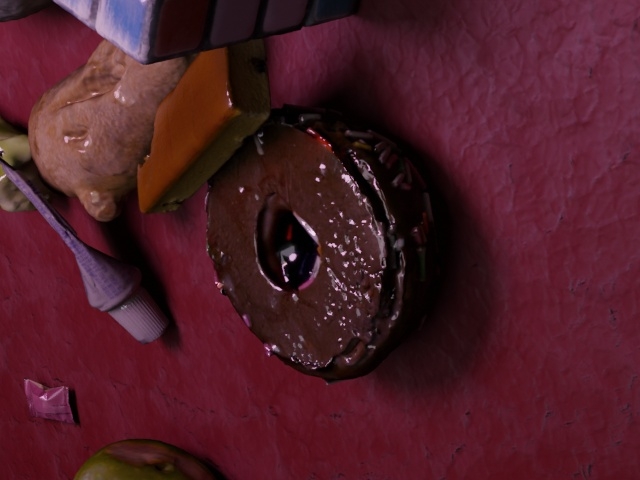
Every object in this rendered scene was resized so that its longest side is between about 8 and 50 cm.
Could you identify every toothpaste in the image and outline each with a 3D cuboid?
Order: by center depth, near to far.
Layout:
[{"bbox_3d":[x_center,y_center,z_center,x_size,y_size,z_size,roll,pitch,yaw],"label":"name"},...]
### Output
[{"bbox_3d":[-0.274,0.004,1.484,0.282,0.068,0.099,48,142,-13],"label":"toothpaste"}]

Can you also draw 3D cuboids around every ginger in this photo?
[{"bbox_3d":[-0.204,-0.139,1.374,0.354,0.126,0.190,-41,49,47],"label":"ginger"}]

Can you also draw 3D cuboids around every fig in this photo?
[{"bbox_3d":[-0.155,0.346,1.499,0.275,0.206,0.206,19,120,13],"label":"fig"}]

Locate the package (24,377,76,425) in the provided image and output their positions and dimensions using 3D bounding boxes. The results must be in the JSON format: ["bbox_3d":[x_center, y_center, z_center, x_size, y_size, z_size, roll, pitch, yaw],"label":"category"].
[{"bbox_3d":[-0.350,0.209,1.726,0.083,0.029,0.059,7,114,34],"label":"package"}]

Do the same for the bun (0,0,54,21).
[{"bbox_3d":[-0.387,-0.399,1.398,0.362,0.211,0.362,17,115,41],"label":"bun"}]

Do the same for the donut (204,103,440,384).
[{"bbox_3d":[0.000,0.000,1.244,0.269,0.103,0.270,16,114,41],"label":"donut"}]

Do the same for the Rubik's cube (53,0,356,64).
[{"bbox_3d":[-0.114,-0.330,1.121,0.256,0.253,0.259,36,126,30],"label":"Rubik's cube"}]

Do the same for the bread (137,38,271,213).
[{"bbox_3d":[-0.114,-0.104,1.234,0.226,0.049,0.088,-37,56,54],"label":"bread"}]

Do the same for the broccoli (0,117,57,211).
[{"bbox_3d":[-0.514,-0.110,1.671,0.397,0.275,0.353,39,151,2],"label":"broccoli"}]
